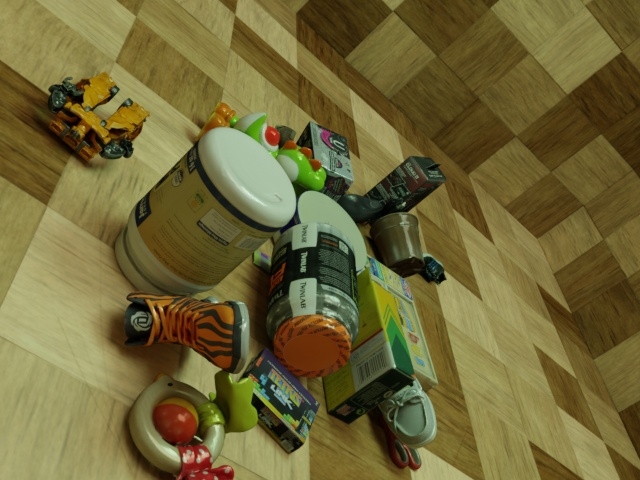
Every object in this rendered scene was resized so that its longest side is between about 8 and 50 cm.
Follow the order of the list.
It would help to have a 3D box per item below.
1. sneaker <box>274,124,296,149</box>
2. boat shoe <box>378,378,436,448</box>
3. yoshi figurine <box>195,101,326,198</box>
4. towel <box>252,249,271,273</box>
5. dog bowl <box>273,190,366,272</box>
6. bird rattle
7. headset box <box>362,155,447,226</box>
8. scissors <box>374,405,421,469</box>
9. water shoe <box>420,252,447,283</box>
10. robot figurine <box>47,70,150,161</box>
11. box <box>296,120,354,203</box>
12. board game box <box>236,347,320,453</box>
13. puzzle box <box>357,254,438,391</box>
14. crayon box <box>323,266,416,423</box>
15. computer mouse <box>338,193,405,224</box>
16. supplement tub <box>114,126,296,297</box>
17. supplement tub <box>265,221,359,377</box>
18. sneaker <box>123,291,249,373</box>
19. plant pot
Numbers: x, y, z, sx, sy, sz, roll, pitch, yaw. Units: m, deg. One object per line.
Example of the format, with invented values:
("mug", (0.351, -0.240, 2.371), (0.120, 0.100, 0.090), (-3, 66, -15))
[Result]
("sneaker", (-0.125, -0.316, 2.311), (0.071, 0.066, 0.188), (27, 23, -10))
("boat shoe", (0.173, 0.341, 1.714), (0.103, 0.118, 0.320), (49, 16, -46))
("yoshi figurine", (-0.167, -0.213, 2.002), (0.362, 0.204, 0.203), (30, -13, -10))
("towel", (-0.134, 0.058, 1.795), (0.083, 0.009, 0.060), (35, 29, -28))
("dog bowl", (0.000, 0.000, 1.962), (0.265, 0.104, 0.265), (34, 35, -28))
("bird rattle", (-0.220, 0.325, 1.186), (0.207, 0.143, 0.253), (33, 40, -8))
("headset box", (0.294, -0.181, 2.532), (0.110, 0.293, 0.218), (55, 24, 13))
("scissors", (0.153, 0.420, 1.760), (0.109, 0.021, 0.297), (10, 45, -52))
("water shoe", (0.386, 0.101, 2.551), (0.203, 0.073, 0.080), (17, 42, -50))
("robot figurine", (-0.482, -0.266, 1.578), (0.211, 0.085, 0.291), (43, 24, -14))
("box", (-0.002, -0.218, 2.205), (0.142, 0.163, 0.247), (22, 34, -22))
("board game box", (-0.086, 0.319, 1.454), (0.170, 0.048, 0.141), (47, 25, -7))
("puzzle box", (0.192, 0.215, 2.079), (0.272, 0.052, 0.409), (34, 28, -33))
("crayon box", (0.093, 0.237, 1.693), (0.081, 0.202, 0.318), (34, 29, -32))
("computer mouse", (0.133, -0.088, 2.313), (0.272, 0.188, 0.072), (6, 66, -46))
("supplement tub", (-0.226, -0.040, 1.402), (0.228, 0.316, 0.228), (39, 26, -23))
("supplement tub", (-0.017, 0.131, 1.645), (0.207, 0.207, 0.338), (38, 28, -25))
("sneaker", (-0.237, 0.154, 1.228), (0.180, 0.321, 0.125), (5, 86, -24))
("plant pot", (0.259, 0.023, 2.354), (0.167, 0.167, 0.165), (24, 41, -44))
